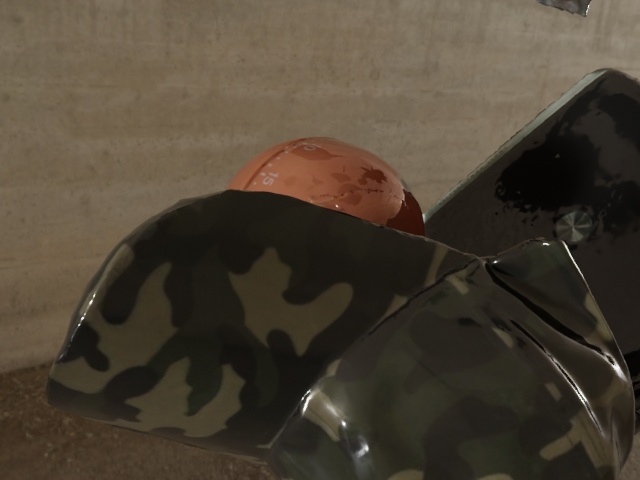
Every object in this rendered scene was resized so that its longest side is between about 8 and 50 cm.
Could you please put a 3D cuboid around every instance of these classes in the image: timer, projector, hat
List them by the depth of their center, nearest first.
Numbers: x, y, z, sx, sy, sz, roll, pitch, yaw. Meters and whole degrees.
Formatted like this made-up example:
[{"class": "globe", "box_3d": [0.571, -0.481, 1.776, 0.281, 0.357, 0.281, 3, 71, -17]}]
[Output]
[{"class": "hat", "box_3d": [0.019, 0.143, 0.435, 0.382, 0.366, 0.257, 7, 32, -40]}, {"class": "timer", "box_3d": [0.000, 0.000, 0.663, 0.230, 0.229, 0.215, -11, 29, -37]}, {"class": "projector", "box_3d": [0.406, 0.029, 0.835, 0.242, 0.395, 0.405, 32, 24, -42]}]

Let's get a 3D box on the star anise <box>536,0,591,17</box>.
[{"class": "star anise", "box_3d": [0.274, -0.354, 0.676, 0.093, 0.229, 0.236, -14, 58, 14]}]
